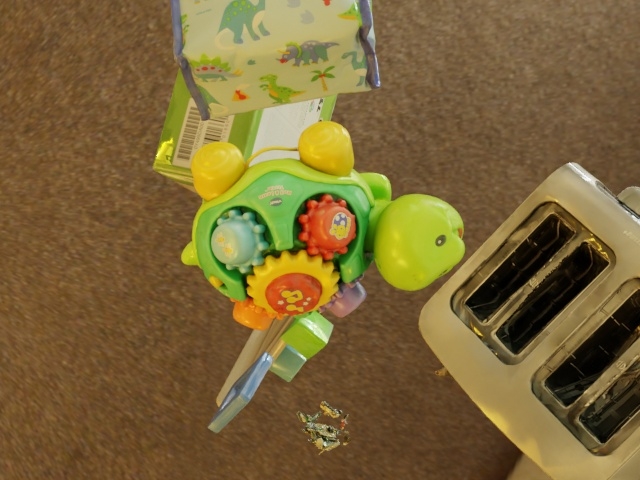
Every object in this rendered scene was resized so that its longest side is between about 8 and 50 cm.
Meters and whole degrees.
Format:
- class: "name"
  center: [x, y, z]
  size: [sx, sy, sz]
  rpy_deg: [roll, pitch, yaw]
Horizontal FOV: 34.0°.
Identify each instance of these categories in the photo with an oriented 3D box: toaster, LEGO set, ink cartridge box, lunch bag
- class: "toaster"
  center: [0.170, 0.066, 0.660]
  size: [0.186, 0.168, 0.110]
  rpy_deg: [-46, 145, 6]
- class: "LEGO set"
  center: [0.004, 0.181, 0.989]
  size: [0.023, 0.054, 0.083]
  rpy_deg: [-61, 158, 15]
- class: "ink cartridge box"
  center: [-0.071, -0.127, 1.156]
  size: [0.097, 0.255, 0.189]
  rpy_deg: [13, 84, 16]
- class: "lunch bag"
  center: [-0.033, -0.171, 0.696]
  size: [0.128, 0.096, 0.151]
  rpy_deg: [-8, 62, 3]

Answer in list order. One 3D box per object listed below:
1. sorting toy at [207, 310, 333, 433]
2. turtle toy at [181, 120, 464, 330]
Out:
- class: "sorting toy"
  center: [-0.011, 0.071, 1.037]
  size: [0.047, 0.348, 0.196]
  rpy_deg: [38, 114, -6]
- class: "turtle toy"
  center: [0.000, 0.000, 0.480]
  size: [0.130, 0.066, 0.095]
  rpy_deg: [-10, 138, 2]
